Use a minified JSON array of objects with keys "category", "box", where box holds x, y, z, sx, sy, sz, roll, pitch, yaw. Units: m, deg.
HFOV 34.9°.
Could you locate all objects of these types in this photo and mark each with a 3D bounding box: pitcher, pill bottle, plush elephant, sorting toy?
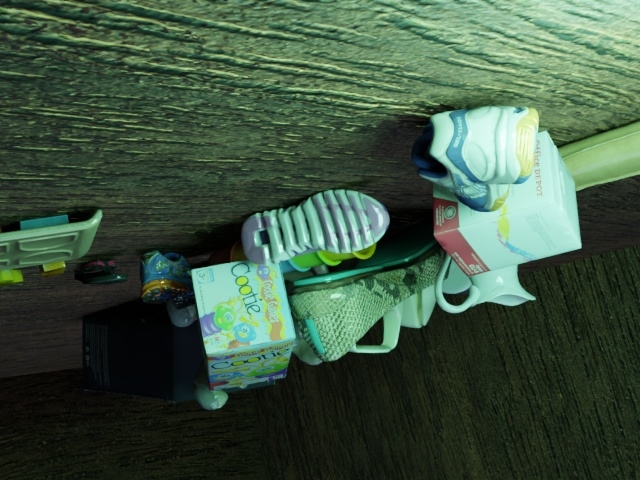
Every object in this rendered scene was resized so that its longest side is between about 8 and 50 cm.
[{"category":"pitcher","box":[0.258,0.014,1.709,0.177,0.207,0.125,-7,171,-24]},{"category":"pill bottle","box":[0.350,0.064,2.428,0.130,0.131,0.245,-16,171,24]},{"category":"plush elephant","box":[-0.104,0.153,1.987,0.255,0.272,0.330,-1,-155,21]},{"category":"sorting toy","box":[-0.422,0.017,1.386,0.229,0.041,0.307,-14,173,-19]}]

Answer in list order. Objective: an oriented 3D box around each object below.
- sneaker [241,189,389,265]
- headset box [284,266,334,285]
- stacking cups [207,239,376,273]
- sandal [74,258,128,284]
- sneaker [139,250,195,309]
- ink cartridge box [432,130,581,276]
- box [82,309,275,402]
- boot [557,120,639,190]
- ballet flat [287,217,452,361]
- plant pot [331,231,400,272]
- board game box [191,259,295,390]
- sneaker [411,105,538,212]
[{"category":"sneaker","box":[0.000,-0.022,1.545,0.236,0.095,0.104,-11,180,26]},{"category":"headset box","box":[0.090,0.124,2.525,0.293,0.110,0.218,-7,170,-30]},{"category":"stacking cups","box":[-0.062,0.011,1.704,0.316,0.096,0.096,-13,173,34]},{"category":"sandal","box":[-0.369,0.050,1.685,0.067,0.040,0.179,-1,-178,-29]},{"category":"sneaker","box":[-0.240,0.063,1.745,0.083,0.087,0.221,-19,166,13]},{"category":"ink cartridge box","box":[0.263,-0.049,1.434,0.176,0.128,0.127,-16,141,26]},{"category":"box","box":[-0.330,0.261,2.401,0.312,0.179,0.343,1,-179,37]},{"category":"boot","box":[0.432,-0.109,1.550,0.269,0.089,0.236,-17,170,25]},{"category":"ballet flat","box":[0.112,0.097,1.795,0.164,0.182,0.482,-10,-172,35]},{"category":"plant pot","box":[0.117,0.048,2.071,0.237,0.110,0.237,-12,171,-2]},{"category":"board game box","box":[-0.131,0.143,1.691,0.142,0.144,0.275,-10,161,-9]},{"category":"sneaker","box":[0.174,-0.108,1.238,0.130,0.112,0.296,6,170,2]}]
